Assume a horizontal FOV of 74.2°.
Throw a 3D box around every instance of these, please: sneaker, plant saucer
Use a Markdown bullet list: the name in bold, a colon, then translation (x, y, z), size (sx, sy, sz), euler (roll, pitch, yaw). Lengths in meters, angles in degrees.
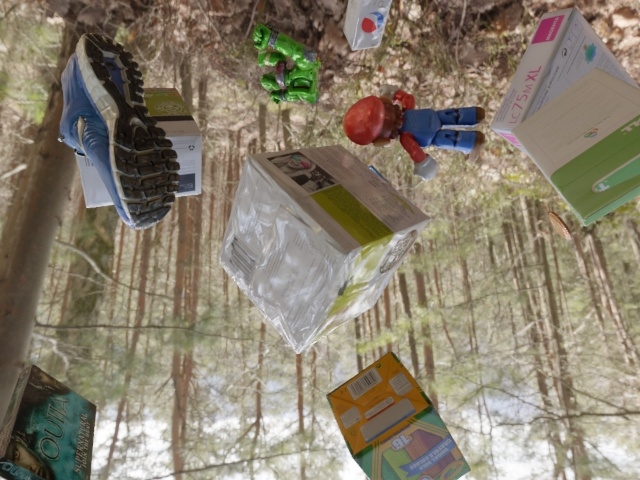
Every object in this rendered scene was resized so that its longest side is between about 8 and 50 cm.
- **sneaker**: translation (-0.356, -0.171, 0.733), size (0.147, 0.329, 0.130), euler (-22, 174, 31)
- **plant saucer**: translation (0.599, -0.035, 1.060), size (0.013, 0.083, 0.083), euler (-34, 146, 15)

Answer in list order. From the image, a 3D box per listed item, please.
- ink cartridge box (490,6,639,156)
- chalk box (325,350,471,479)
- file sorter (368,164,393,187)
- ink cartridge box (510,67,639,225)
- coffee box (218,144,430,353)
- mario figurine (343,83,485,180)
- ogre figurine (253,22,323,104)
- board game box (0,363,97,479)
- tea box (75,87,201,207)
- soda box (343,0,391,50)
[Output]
- **ink cartridge box**: translation (0.426, -0.203, 0.696), size (0.311, 0.185, 0.065), euler (20, -173, -31)
- **chalk box**: translation (0.172, 0.419, 0.887), size (0.180, 0.179, 0.289), euler (-34, 116, -2)
- **file sorter**: translation (0.169, -0.142, 1.417), size (0.170, 0.104, 0.118), euler (43, 152, -20)
- **ink cartridge box**: translation (0.281, -0.087, 0.419), size (0.062, 0.209, 0.109), euler (41, 119, -20)
- **coffee box**: translation (0.000, 0.000, 1.071), size (0.334, 0.338, 0.337), euler (-20, 145, -45)
- **mario figurine**: translation (0.214, -0.263, 1.018), size (0.321, 0.198, 0.170), euler (7, 131, 3)
- **ogre figurine**: translation (-0.060, -0.330, 0.836), size (0.118, 0.096, 0.197), euler (18, 143, 9)
- **board game box**: translation (-0.364, 0.259, 0.573), size (0.126, 0.026, 0.186), euler (55, 171, -30)
- **tea box**: translation (-0.563, -0.297, 1.287), size (0.329, 0.323, 0.219), euler (-12, 136, -28)
- **soda box**: translation (0.107, -0.520, 0.905), size (0.074, 0.069, 0.216), euler (-13, 157, -12)
